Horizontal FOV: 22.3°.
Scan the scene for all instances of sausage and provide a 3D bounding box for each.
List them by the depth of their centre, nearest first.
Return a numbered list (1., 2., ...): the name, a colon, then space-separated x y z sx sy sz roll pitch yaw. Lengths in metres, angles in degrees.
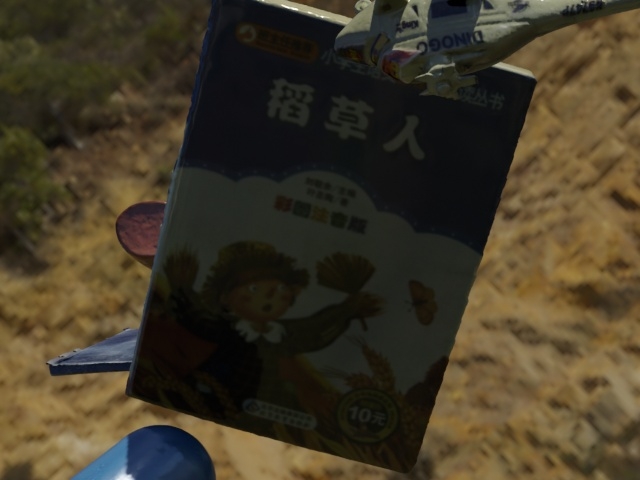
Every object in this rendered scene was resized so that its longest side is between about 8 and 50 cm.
1. sausage: -0.220 0.007 2.499 0.113 0.113 0.259 -45 -19 2

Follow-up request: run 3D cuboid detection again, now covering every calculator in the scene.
1. calculator: -0.187 0.129 1.963 0.262 0.021 0.161 -5 11 36

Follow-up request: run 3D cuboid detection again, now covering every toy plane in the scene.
1. toy plane: 0.150 -0.164 1.215 0.286 0.108 0.092 -10 -35 10

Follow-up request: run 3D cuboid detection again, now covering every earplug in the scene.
1. earplug: -0.198 0.266 1.448 0.273 0.132 0.132 -41 -11 -38

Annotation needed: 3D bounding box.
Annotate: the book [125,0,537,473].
1. book: 0.000 0.000 1.529 0.039 0.300 0.428 -71 -4 -67
